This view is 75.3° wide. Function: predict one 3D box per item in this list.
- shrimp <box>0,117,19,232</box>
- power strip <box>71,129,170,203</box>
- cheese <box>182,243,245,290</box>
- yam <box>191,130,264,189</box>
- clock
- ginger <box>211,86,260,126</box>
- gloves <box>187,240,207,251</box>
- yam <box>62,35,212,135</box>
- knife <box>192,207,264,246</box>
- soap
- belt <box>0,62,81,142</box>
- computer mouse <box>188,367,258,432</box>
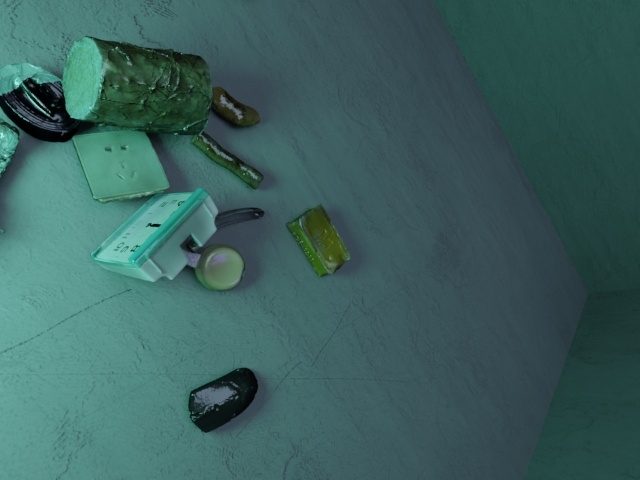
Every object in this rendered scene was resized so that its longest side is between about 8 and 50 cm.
[{"bbox_3d":[-0.768,-0.082,0.864,0.221,0.166,0.410,30,50,-25],"label":"shrimp"},{"bbox_3d":[-0.534,-0.195,1.118,0.198,0.064,0.213,-16,75,-37],"label":"power strip"},{"bbox_3d":[-0.320,0.068,1.182,0.227,0.064,0.137,22,79,-43],"label":"cheese"},{"bbox_3d":[-0.295,-0.255,1.318,0.253,0.061,0.061,35,59,-24],"label":"yam"},{"bbox_3d":[-0.413,-0.011,1.067,0.262,0.231,0.116,-56,132,-34],"label":"clock"},{"bbox_3d":[-0.284,-0.431,1.366,0.190,0.069,0.095,30,67,-29],"label":"ginger"},{"bbox_3d":[-0.361,0.011,1.218,0.081,0.038,0.044,-65,150,-33],"label":"gloves"},{"bbox_3d":[-0.457,-0.395,1.085,0.348,0.241,0.240,-12,86,-49],"label":"yam"},{"bbox_3d":[-0.269,-0.071,1.256,0.053,0.123,0.278,45,33,11],"label":"knife"},{"bbox_3d":[-0.001,0.000,1.463,0.135,0.076,0.233,-39,101,-38],"label":"soap"},{"bbox_3d":[-0.693,-0.344,1.027,0.198,0.078,0.151,43,56,-23],"label":"belt"},{"bbox_3d":[-0.260,0.435,1.154,0.217,0.073,0.121,-20,91,-37],"label":"computer mouse"}]
